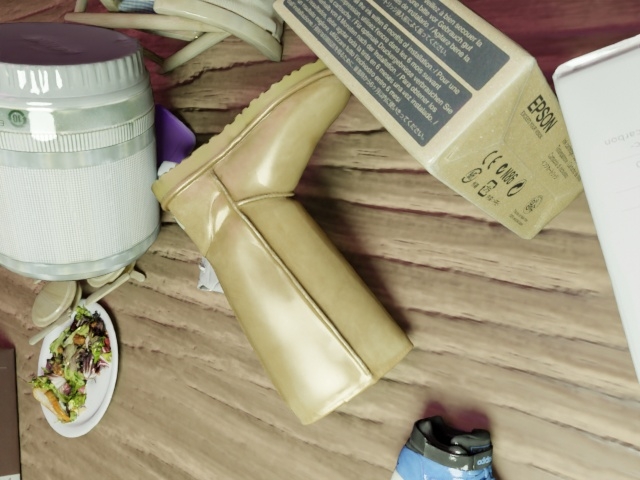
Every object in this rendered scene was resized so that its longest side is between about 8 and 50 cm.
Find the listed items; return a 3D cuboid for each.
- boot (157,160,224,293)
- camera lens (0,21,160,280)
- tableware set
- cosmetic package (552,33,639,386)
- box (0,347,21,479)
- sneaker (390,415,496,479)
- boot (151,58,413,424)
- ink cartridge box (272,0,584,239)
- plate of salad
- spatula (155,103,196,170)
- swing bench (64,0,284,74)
[{"bbox_3d":[-0.123,-0.002,0.656,0.258,0.095,0.124,26,88,35],"label":"boot"},{"bbox_3d":[-0.315,-0.105,0.690,0.219,0.219,0.275,33,130,35],"label":"camera lens"},{"bbox_3d":[-0.340,0.064,0.820,0.194,0.039,0.128,-33,48,11],"label":"tableware set"},{"bbox_3d":[0.264,0.088,0.296,0.156,0.217,0.385,-16,69,31],"label":"cosmetic package"},{"bbox_3d":[-0.573,0.361,0.839,0.143,0.191,0.382,-29,66,27],"label":"box"},{"bbox_3d":[0.131,0.204,0.458,0.152,0.058,0.085,27,104,42],"label":"sneaker"},{"bbox_3d":[0.000,0.000,0.535,0.236,0.089,0.270,-36,88,12],"label":"boot"},{"bbox_3d":[0.100,-0.112,0.439,0.088,0.234,0.193,-46,59,18],"label":"ink cartridge box"},{"bbox_3d":[-0.367,0.184,0.819,0.199,0.048,0.200,-9,75,34],"label":"plate of salad"},{"bbox_3d":[-0.282,-0.207,0.852,0.084,0.030,0.296,-51,57,18],"label":"spatula"},{"bbox_3d":[-0.165,-0.375,0.724,0.254,0.165,0.254,6,83,35],"label":"swing bench"}]
